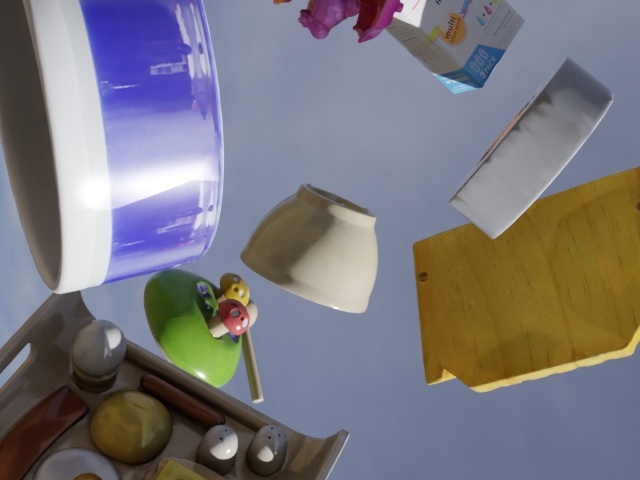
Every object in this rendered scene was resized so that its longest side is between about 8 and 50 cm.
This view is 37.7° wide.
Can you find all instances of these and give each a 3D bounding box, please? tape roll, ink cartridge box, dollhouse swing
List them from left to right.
[{"bbox_3d":[0.133,-0.266,1.069,0.104,0.181,0.061,-57,-158,-13],"label":"ink cartridge box"},{"bbox_3d":[0.244,-0.107,1.102,0.072,0.219,0.219,40,-41,2],"label":"tape roll"},{"bbox_3d":[0.362,0.082,1.355,0.347,0.305,0.315,-20,-124,29],"label":"dollhouse swing"}]

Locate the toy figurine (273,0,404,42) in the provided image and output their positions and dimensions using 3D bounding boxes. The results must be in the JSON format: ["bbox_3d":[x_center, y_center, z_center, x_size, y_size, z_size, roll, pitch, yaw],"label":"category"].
[{"bbox_3d":[0.002,-0.251,0.861,0.159,0.173,0.130,56,-8,-7],"label":"toy figurine"}]

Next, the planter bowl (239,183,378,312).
[{"bbox_3d":[0.000,0.000,1.091,0.162,0.162,0.109,34,-76,53],"label":"planter bowl"}]

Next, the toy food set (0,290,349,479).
[{"bbox_3d":[-0.153,0.178,0.815,0.306,0.219,0.092,27,-43,7],"label":"toy food set"}]

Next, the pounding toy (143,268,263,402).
[{"bbox_3d":[-0.130,0.111,1.318,0.110,0.237,0.183,-30,-123,19],"label":"pounding toy"}]

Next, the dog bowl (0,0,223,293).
[{"bbox_3d":[-0.160,-0.102,0.652,0.265,0.104,0.264,40,-44,55],"label":"dog bowl"}]
